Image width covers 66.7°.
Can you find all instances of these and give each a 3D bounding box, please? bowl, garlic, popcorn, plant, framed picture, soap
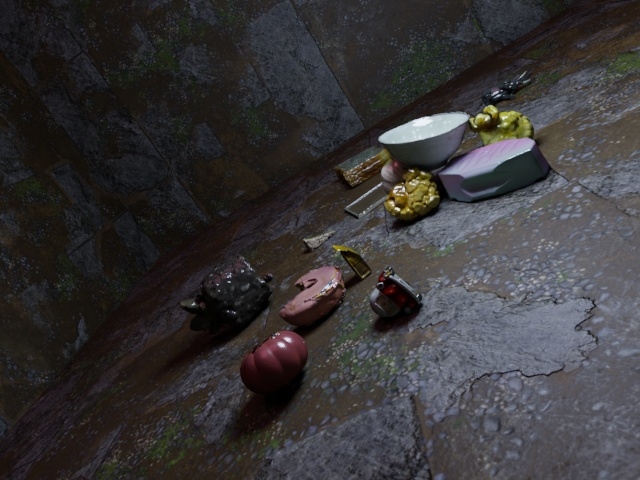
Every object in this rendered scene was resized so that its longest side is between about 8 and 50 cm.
[{"bbox_3d":[0.368,-0.323,1.674,0.313,0.146,0.313,-17,21,7],"label":"bowl"},{"bbox_3d":[0.349,-0.217,1.802,0.199,0.199,0.226,-36,47,-7],"label":"garlic"},{"bbox_3d":[0.605,-0.366,1.615,0.168,0.195,0.173,-33,11,31],"label":"popcorn"},{"bbox_3d":[-0.342,0.212,1.732,0.312,0.215,0.213,-39,15,-12],"label":"plant"},{"bbox_3d":[0.248,-0.198,2.100,0.289,0.020,0.211,-35,17,-4],"label":"framed picture"},{"bbox_3d":[0.532,-0.220,1.504,0.323,0.109,0.193,-12,28,49],"label":"soap"},{"bbox_3d":[0.322,-0.151,1.656,0.194,0.163,0.140,-61,-13,21],"label":"popcorn"}]

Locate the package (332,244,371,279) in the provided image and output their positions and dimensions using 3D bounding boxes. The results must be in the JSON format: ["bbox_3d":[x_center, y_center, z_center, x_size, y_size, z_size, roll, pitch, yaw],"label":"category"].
[{"bbox_3d":[0.098,0.057,1.503,0.047,0.131,0.071,-40,15,-3],"label":"package"}]

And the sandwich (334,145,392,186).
[{"bbox_3d":[0.223,-0.396,2.547,0.271,0.099,0.301,-34,16,0],"label":"sandwich"}]

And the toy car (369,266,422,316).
[{"bbox_3d":[0.173,0.139,1.218,0.112,0.112,0.139,-49,7,3],"label":"toy car"}]

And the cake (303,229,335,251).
[{"bbox_3d":[0.000,0.000,2.009,0.140,0.055,0.051,-20,12,-15],"label":"cake"}]

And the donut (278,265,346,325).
[{"bbox_3d":[-0.010,0.166,1.478,0.199,0.085,0.233,-24,19,31],"label":"donut"}]

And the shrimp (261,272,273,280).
[{"bbox_3d":[-0.219,0.149,1.994,0.092,0.029,0.038,-22,21,45],"label":"shrimp"}]

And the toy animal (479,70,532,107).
[{"bbox_3d":[0.854,-0.692,2.232,0.269,0.082,0.137,-28,19,21],"label":"toy animal"}]

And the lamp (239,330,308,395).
[{"bbox_3d":[-0.109,0.309,1.208,0.182,0.140,0.182,-35,-1,-1],"label":"lamp"}]
